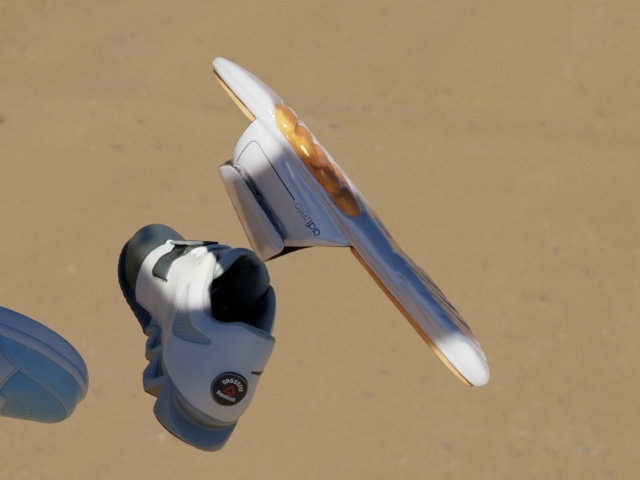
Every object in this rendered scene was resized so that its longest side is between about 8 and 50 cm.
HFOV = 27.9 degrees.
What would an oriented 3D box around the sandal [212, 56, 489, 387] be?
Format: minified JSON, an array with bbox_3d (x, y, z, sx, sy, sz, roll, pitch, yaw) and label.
[{"bbox_3d":[-0.001,0.000,0.799,0.265,0.076,0.102,52,6,9],"label":"sandal"}]

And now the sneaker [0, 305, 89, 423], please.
[{"bbox_3d":[-0.331,0.143,1.003,0.319,0.127,0.208,23,51,-34],"label":"sneaker"}]

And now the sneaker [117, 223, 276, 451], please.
[{"bbox_3d":[-0.107,0.053,1.269,0.122,0.146,0.330,28,18,-30],"label":"sneaker"}]
